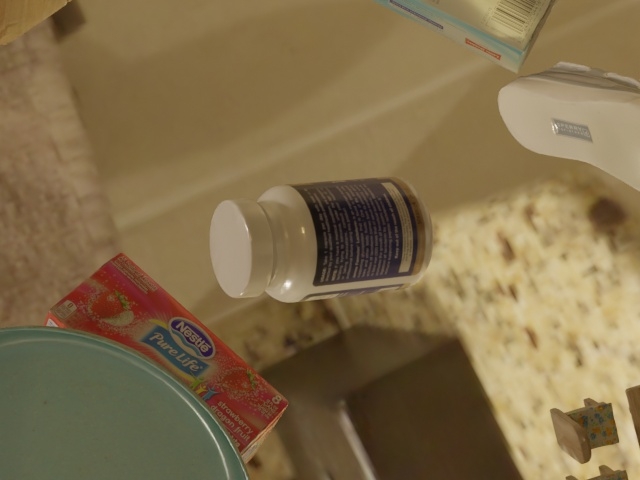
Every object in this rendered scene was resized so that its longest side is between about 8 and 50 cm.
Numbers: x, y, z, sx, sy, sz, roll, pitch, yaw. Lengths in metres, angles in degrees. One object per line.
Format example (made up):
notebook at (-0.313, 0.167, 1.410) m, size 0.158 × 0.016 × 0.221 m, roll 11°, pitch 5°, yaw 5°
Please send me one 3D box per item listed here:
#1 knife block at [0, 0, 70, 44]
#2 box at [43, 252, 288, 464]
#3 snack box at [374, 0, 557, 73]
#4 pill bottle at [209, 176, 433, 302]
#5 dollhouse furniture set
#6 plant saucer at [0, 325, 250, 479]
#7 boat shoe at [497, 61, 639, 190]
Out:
knife block at (-0.351, -0.387, 1.643) m, size 0.242 × 0.275 × 0.088 m, roll 45°, pitch -158°, yaw -41°
box at (-0.178, 0.156, 1.546) m, size 0.257 × 0.122 × 0.128 m, roll 41°, pitch 141°, yaw 9°
snack box at (0.152, -0.318, 1.136) m, size 0.187 × 0.322 × 0.060 m, roll 28°, pitch 172°, yaw 7°
pill bottle at (0.000, 0.000, 1.831) m, size 0.153 × 0.264 × 0.153 m, roll 16°, pitch 108°, yaw 58°
dollhouse furniture set at (0.378, 0.258, 1.426) m, size 0.161 × 0.212 × 0.242 m, roll -146°, pitch 41°, yaw -80°
plant saucer at (-0.202, 0.202, 1.126) m, size 0.044 × 0.317 × 0.317 m, roll -70°, pitch -36°, yaw -66°
boat shoe at (0.188, -0.072, 0.853) m, size 0.184 × 0.063 × 0.066 m, roll 19°, pitch 138°, yaw 56°
